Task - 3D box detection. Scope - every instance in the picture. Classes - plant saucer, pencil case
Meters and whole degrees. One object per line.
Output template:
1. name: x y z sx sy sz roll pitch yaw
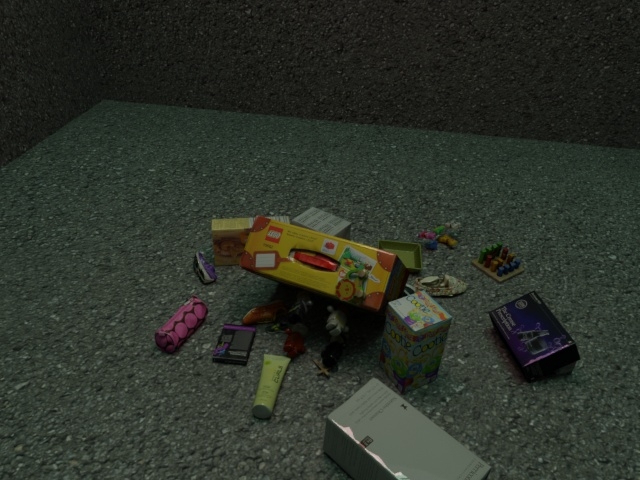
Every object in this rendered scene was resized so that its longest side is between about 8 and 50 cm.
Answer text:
1. plant saucer: 0.335 0.074 2.159 0.188 0.045 0.188 6 34 4
2. pencil case: -0.479 0.283 1.738 0.095 0.098 0.209 14 37 16

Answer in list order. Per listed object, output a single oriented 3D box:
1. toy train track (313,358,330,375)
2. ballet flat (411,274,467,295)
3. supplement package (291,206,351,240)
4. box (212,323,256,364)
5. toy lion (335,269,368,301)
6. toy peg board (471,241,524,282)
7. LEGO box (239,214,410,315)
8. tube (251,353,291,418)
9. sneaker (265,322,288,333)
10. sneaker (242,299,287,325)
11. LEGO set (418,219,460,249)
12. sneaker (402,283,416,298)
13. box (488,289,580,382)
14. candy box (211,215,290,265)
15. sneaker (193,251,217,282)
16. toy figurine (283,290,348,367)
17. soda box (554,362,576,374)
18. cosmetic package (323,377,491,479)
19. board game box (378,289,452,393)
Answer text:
1. toy train track: 0.002 0.418 1.656 0.048 0.014 0.083 -17 32 -27
2. ballet flat: 0.473 0.175 1.995 0.240 0.077 0.091 -6 34 -14
3. supplement package: 0.000 0.000 2.106 0.203 0.194 0.149 24 39 29
4. box: -0.290 0.350 1.717 0.115 0.029 0.162 5 33 4
5. toy lion: 0.092 0.138 1.540 0.096 0.100 0.034 3 -12 25
6. toy peg board: 0.760 0.085 2.150 0.161 0.079 0.160 -19 40 -29
7. LEGO box: 0.030 0.103 1.781 0.499 0.193 0.372 16 -8 19
8. tube: -0.158 0.440 1.574 0.070 0.062 0.240 42 27 -14
9. sneaker: -0.153 0.306 1.787 0.083 0.035 0.031 -1 34 -7
10. sneaker: -0.198 0.267 1.819 0.175 0.064 0.067 -20 50 -26
11. LEGO set: 0.553 -0.013 2.264 0.227 0.087 0.093 -20 26 -30
12. sneaker: 0.250 0.197 1.942 0.216 0.079 0.121 16 36 17
13. box: 0.718 0.320 1.718 0.184 0.103 0.261 -26 35 7
14. candy box: -0.284 0.002 2.090 0.316 0.183 0.088 -3 36 -10
15. sneaker: -0.465 0.111 2.039 0.071 0.068 0.170 -2 40 -35
16. toy figurine: -0.010 0.288 1.672 0.212 0.210 0.148 11 27 11
17. soda box: 0.799 0.373 1.744 0.058 0.063 0.183 -5 35 -7
18. cosmetic package: 0.214 0.570 1.325 0.384 0.156 0.217 29 40 34
19. board game box: 0.291 0.320 1.591 0.142 0.275 0.144 -15 38 -25
